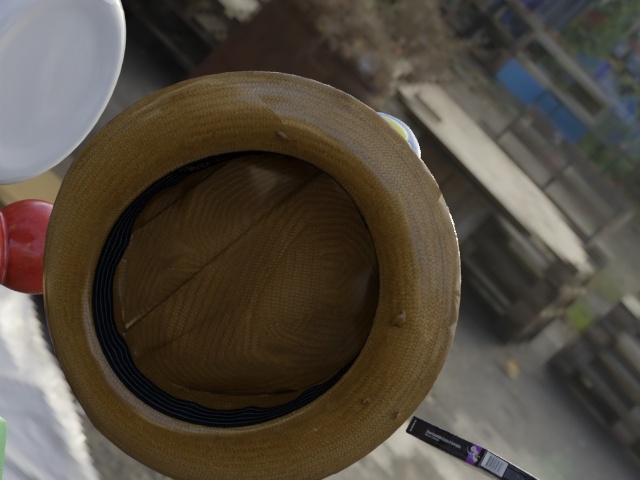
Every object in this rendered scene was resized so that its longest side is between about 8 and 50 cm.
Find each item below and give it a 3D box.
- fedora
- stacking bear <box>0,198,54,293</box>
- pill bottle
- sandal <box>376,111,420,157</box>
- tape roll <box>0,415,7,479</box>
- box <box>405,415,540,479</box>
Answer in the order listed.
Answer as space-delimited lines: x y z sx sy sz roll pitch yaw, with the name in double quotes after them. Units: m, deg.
-0.027 0.016 0.699 0.194 0.194 0.079 47 18 6 "fedora"
-0.415 0.010 1.761 0.289 0.175 0.164 -3 8 -24 "stacking bear"
-0.366 -0.216 1.390 0.363 0.210 0.210 31 7 25 "pill bottle"
0.000 0.000 1.461 0.126 0.317 0.138 43 38 11 "sandal"
-0.498 0.218 1.677 0.321 0.321 0.077 27 61 -53 "tape roll"
0.195 0.274 1.996 0.116 0.029 0.162 32 -9 -32 "box"
